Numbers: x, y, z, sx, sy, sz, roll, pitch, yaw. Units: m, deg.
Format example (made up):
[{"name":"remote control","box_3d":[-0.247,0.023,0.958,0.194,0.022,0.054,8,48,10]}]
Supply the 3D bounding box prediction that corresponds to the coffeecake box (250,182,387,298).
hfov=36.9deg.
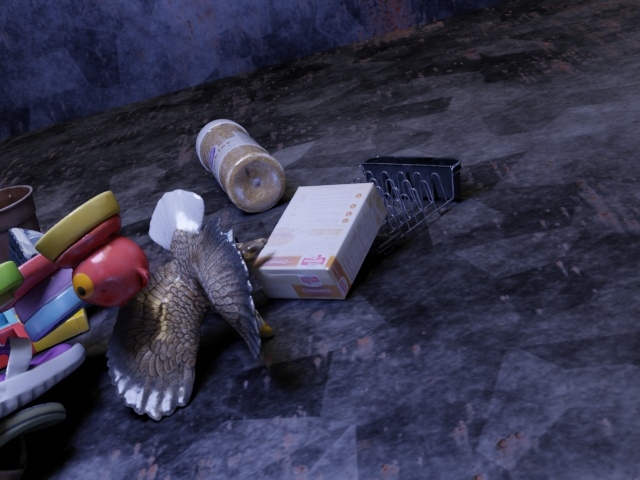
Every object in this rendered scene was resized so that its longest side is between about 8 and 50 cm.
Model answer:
[{"name":"coffeecake box","box_3d":[0.000,0.000,1.465,0.142,0.068,0.185,-1,44,34]}]

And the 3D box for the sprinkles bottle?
[{"name":"sprinkles bottle","box_3d":[-0.169,-0.160,1.974,0.121,0.121,0.355,-20,22,-10]}]

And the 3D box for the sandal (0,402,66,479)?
[{"name":"sandal","box_3d":[-0.410,0.287,1.101,0.120,0.086,0.303,-28,9,40]}]

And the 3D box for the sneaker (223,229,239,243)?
[{"name":"sneaker","box_3d":[-0.166,0.042,1.554,0.083,0.071,0.191,-20,21,5]}]

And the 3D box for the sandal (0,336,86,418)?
[{"name":"sandal","box_3d":[-0.415,0.172,1.204,0.169,0.102,0.416,-29,2,7]}]

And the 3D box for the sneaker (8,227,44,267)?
[{"name":"sneaker","box_3d":[-0.454,0.044,1.655,0.122,0.110,0.283,-10,20,-34]}]

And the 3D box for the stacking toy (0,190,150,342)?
[{"name":"stacking toy","box_3d":[-0.373,0.094,1.267,0.279,0.130,0.309,-40,3,-34]}]

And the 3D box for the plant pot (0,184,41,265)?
[{"name":"plant pot","box_3d":[-0.596,0.003,1.812,0.167,0.165,0.167,-14,21,5]}]

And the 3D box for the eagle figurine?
[{"name":"eagle figurine","box_3d":[-0.159,0.075,1.307,0.225,0.226,0.298,7,21,8]}]

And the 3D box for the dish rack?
[{"name":"dish rack","box_3d":[0.093,-0.058,1.607,0.208,0.074,0.271,5,30,44]}]

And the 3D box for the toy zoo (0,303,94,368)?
[{"name":"toy zoo","box_3d":[-0.501,0.149,1.574,0.293,0.030,0.192,-24,23,-20]}]
